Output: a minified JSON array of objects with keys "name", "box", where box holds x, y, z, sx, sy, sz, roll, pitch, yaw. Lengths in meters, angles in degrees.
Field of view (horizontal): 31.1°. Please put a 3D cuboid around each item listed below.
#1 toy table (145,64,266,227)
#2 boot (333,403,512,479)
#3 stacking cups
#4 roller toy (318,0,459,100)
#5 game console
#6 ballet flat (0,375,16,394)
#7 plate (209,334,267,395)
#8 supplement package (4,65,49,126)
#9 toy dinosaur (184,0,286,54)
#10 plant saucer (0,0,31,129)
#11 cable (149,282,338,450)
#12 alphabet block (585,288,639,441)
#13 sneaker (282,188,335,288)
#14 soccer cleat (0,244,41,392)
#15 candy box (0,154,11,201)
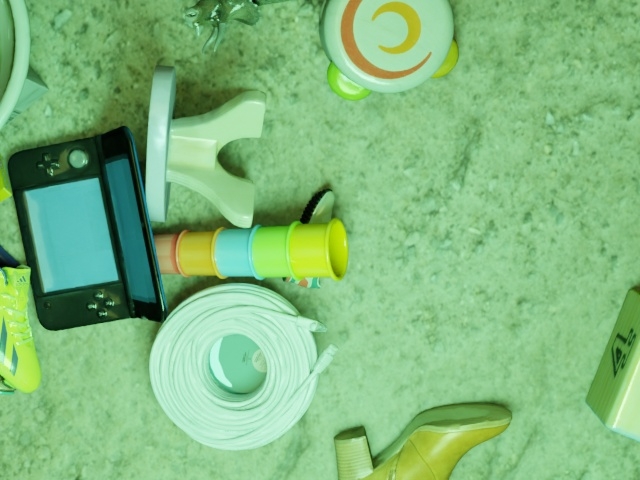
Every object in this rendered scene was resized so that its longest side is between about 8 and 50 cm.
[{"name":"toy table","box":[-0.172,-0.131,1.708,0.160,0.274,0.252,6,61,-5]},{"name":"boot","box":[0.172,0.380,1.802,0.295,0.104,0.211,-13,99,8]},{"name":"stacking cups","box":[-0.121,0.021,1.745,0.316,0.096,0.096,-3,94,18]},{"name":"roller toy","box":[0.097,-0.320,1.719,0.209,0.146,0.191,-13,103,-2]},{"name":"game console","box":[-0.356,-0.010,1.742,0.250,0.173,0.293,-10,93,7]},{"name":"ballet flat","box":[-0.584,0.208,1.831,0.206,0.073,0.067,3,81,-1]},{"name":"plate","box":[-0.118,0.185,1.829,0.188,0.024,0.188,0,94,3]},{"name":"supplement package","box":[-0.582,-0.294,1.733,0.177,0.175,0.293,-38,92,1]},{"name":"toy dinosaur","box":[-0.069,-0.421,1.737,0.313,0.121,0.160,-24,101,10]},{"name":"plant saucer","box":[-0.595,-0.270,1.590,0.400,0.100,0.401,0,90,-3]},{"name":"cable","box":[-0.129,0.191,1.774,0.257,0.089,0.257,29,96,1]},{"name":"alphabet block","box":[0.529,0.203,1.718,0.192,0.193,0.197,21,95,-1]},{"name":"sneaker","box":[0.000,0.000,1.800,0.075,0.057,0.161,22,94,-15]},{"name":"soccer cleat","box":[-0.497,0.100,1.804,0.121,0.093,0.289,-25,93,3]},{"name":"candy box","box":[-0.584,-0.062,1.800,0.205,0.027,0.105,-29,51,4]}]
